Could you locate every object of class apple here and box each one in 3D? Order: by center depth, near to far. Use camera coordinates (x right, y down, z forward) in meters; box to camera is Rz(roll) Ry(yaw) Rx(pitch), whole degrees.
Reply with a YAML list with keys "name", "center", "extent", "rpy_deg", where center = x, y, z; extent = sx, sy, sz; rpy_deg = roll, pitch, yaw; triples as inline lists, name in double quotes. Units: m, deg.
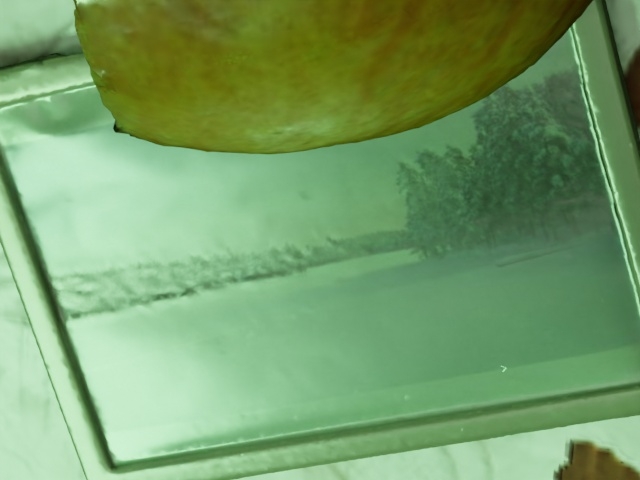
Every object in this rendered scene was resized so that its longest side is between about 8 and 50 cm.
- name: "apple"
  center: [0.001, -0.187, 0.669]
  extent: [0.179, 0.254, 0.346]
  rpy_deg: [28, 132, 47]

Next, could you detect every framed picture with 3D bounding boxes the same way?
- name: "framed picture"
  center: [0.000, 0.000, 0.840]
  extent: [0.289, 0.016, 0.213]
  rpy_deg: [-11, 110, 18]
